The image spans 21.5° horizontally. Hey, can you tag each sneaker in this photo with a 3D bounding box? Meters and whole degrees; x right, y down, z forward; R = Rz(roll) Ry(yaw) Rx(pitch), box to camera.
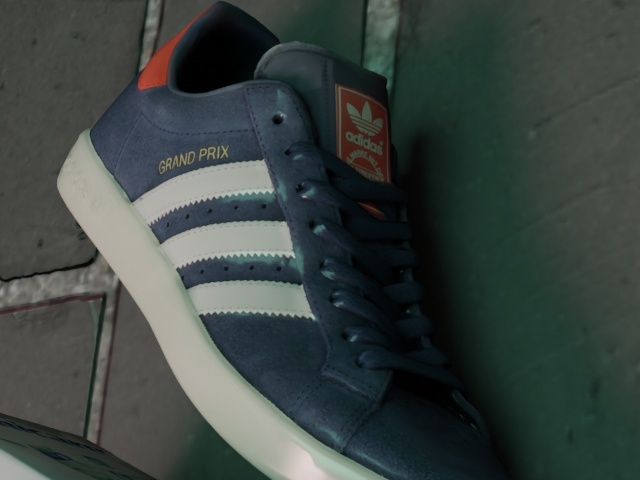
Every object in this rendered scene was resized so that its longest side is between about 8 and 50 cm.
[{"bbox_3d":[0.000,0.000,0.768,0.148,0.131,0.350,-54,47,10],"label":"sneaker"}]

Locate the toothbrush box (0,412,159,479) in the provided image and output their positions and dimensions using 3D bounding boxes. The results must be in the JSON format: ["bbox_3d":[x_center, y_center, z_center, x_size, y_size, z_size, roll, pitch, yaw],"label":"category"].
[{"bbox_3d":[-0.094,0.211,0.672,0.295,0.126,0.216,22,87,43],"label":"toothbrush box"}]
